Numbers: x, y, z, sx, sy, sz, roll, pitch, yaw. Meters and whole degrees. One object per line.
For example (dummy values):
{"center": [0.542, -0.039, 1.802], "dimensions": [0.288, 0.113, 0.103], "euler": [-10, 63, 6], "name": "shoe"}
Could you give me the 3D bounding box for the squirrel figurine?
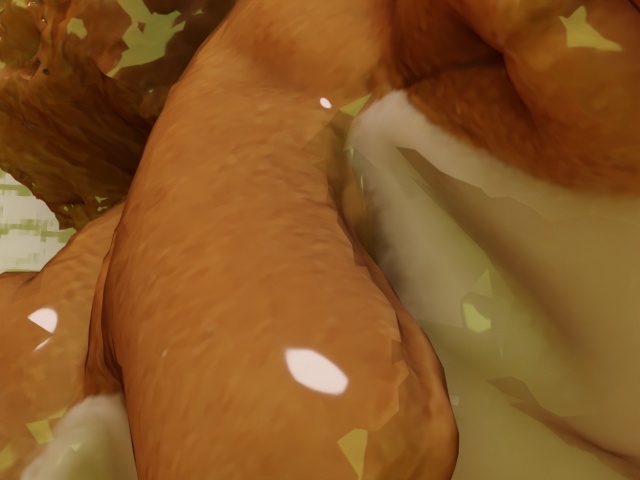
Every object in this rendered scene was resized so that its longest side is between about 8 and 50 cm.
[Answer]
{"center": [0.000, 0.000, 0.555], "dimensions": [0.370, 0.281, 0.397], "euler": [-32, 37, 21], "name": "squirrel figurine"}
